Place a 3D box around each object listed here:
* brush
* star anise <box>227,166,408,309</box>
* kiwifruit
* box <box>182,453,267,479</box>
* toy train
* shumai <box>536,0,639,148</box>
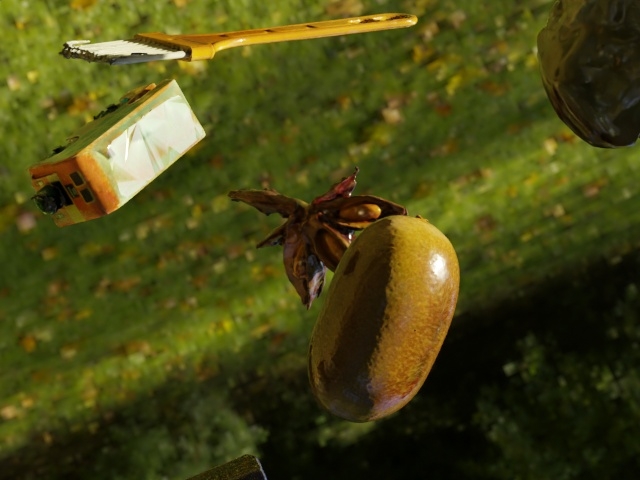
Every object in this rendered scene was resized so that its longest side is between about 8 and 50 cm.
[{"bbox_3d":[-0.047,-0.161,1.134,0.314,0.017,0.090,-13,-159,-35],"label":"brush"},{"bbox_3d":[-0.001,0.001,1.649,0.212,0.157,0.053,-8,180,17],"label":"star anise"},{"bbox_3d":[0.037,0.045,0.815,0.075,0.075,0.124,11,100,-67],"label":"kiwifruit"},{"bbox_3d":[-0.114,0.369,1.599,0.168,0.071,0.259,-20,128,-9],"label":"box"},{"bbox_3d":[-0.193,-0.083,1.363,0.099,0.072,0.188,-7,-152,41],"label":"toy train"},{"bbox_3d":[0.224,-0.199,0.923,0.204,0.271,0.222,-4,-177,23],"label":"shumai"}]
